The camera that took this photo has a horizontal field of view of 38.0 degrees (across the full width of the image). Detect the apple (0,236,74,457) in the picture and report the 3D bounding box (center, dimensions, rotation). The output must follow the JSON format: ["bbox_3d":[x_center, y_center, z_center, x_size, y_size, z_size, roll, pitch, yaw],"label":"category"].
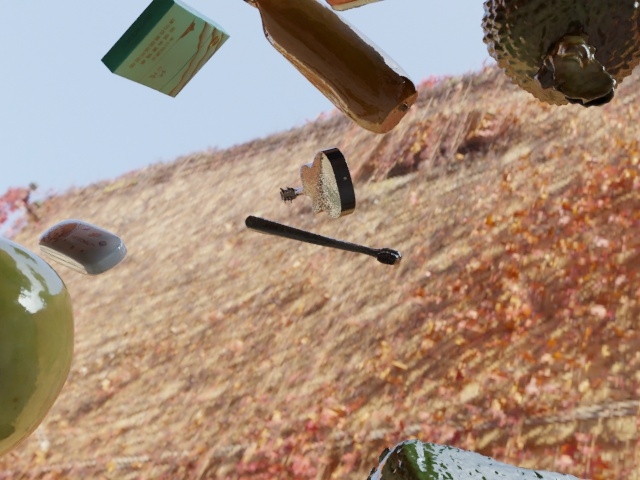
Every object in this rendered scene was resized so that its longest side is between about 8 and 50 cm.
[{"bbox_3d":[-0.393,0.117,0.999,0.263,0.262,0.262,11,-53,14],"label":"apple"}]

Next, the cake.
[{"bbox_3d":[0.152,0.242,0.738,0.235,0.099,0.100,16,-64,-16],"label":"cake"}]

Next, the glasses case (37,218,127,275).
[{"bbox_3d":[-0.341,0.008,1.324,0.179,0.067,0.045,16,-43,46],"label":"glasses case"}]

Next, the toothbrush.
[{"bbox_3d":[0.000,0.000,1.659,0.298,0.030,0.030,14,-77,16],"label":"toothbrush"}]

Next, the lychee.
[{"bbox_3d":[0.375,-0.338,1.403,0.270,0.320,0.270,32,-30,21],"label":"lychee"}]

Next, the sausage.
[{"bbox_3d":[-0.001,-0.287,1.366,0.328,0.112,0.112,41,-51,8],"label":"sausage"}]

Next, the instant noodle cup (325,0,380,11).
[{"bbox_3d":[0.031,-0.458,1.097,0.294,0.293,0.307,-20,-60,32],"label":"instant noodle cup"}]

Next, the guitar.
[{"bbox_3d":[-0.014,-0.070,1.263,0.233,0.025,0.088,-6,-80,67],"label":"guitar"}]

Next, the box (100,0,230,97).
[{"bbox_3d":[-0.263,-0.336,1.619,0.161,0.226,0.042,-44,-104,11],"label":"box"}]
